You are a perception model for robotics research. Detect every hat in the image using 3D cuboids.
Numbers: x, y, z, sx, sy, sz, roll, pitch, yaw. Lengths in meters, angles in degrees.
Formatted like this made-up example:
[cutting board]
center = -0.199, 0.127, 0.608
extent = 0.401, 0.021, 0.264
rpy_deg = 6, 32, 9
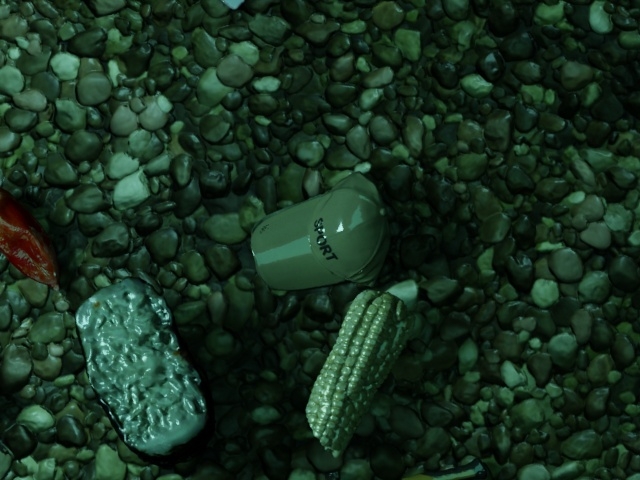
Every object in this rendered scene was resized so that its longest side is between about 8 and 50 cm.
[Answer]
[hat]
center = 0.000, 0.000, 1.472
extent = 0.175, 0.085, 0.147
rpy_deg = -18, 83, -9

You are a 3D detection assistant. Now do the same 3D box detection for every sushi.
[sushi]
center = -0.209, 0.161, 1.402
extent = 0.124, 0.127, 0.225
rpy_deg = -27, 77, -9

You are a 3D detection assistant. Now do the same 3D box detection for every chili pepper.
[chili pepper]
center = -0.382, -0.015, 1.460
extent = 0.059, 0.050, 0.191
rpy_deg = -38, 97, -13

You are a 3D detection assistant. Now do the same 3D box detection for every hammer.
[hammer]
center = 0.109, 0.309, 1.456
extent = 0.201, 0.021, 0.078
rpy_deg = -10, 81, -6

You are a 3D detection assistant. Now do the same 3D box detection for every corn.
[corn]
center = 0.041, 0.159, 1.452
extent = 0.087, 0.087, 0.211
rpy_deg = 30, 84, 1

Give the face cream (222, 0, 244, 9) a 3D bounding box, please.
[face cream]
center = -0.083, -0.457, 1.556
extent = 0.154, 0.096, 0.274
rpy_deg = 40, 92, 0
